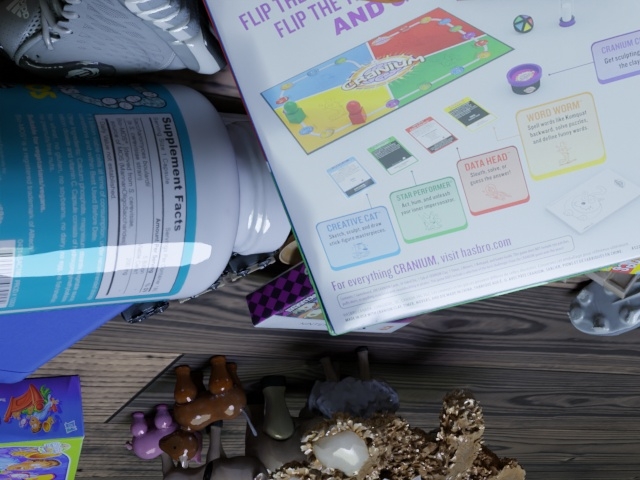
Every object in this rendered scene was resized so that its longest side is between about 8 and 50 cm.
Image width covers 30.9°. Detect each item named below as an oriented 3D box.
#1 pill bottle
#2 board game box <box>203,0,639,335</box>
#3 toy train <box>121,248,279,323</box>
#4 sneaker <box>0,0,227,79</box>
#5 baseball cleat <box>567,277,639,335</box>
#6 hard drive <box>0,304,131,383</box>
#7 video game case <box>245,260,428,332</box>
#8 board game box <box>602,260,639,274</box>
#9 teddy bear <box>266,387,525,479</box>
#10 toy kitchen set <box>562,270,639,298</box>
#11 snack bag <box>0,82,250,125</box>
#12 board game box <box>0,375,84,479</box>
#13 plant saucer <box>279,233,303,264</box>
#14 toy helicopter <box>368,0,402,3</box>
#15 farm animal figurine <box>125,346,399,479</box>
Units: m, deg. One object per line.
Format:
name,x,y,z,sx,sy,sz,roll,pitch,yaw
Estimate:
pill bottle,-0.153,-0.029,0.747,0.264,0.146,0.146,-4,155,-28
board game box,0.073,-0.114,0.629,0.242,0.064,0.316,-14,120,10
toy train,-0.111,0.039,1.073,0.158,0.027,0.036,-24,170,-16
sneaker,-0.146,-0.146,0.657,0.132,0.086,0.228,-12,156,11
baseball cleat,0.384,0.058,1.304,0.109,0.072,0.206,7,155,-45
hard drive,-0.262,0.037,0.962,0.210,0.040,0.319,15,145,-41
video game case,0.078,0.031,1.144,0.210,0.042,0.232,7,151,-46
board game box,0.170,-0.074,0.854,0.275,0.144,0.142,6,151,-30
teddy bear,0.086,0.266,1.376,0.338,0.113,0.245,-3,129,-29
toy kitchen set,0.294,0.019,1.195,0.068,0.083,0.075,-50,158,-12
snack bag,-0.241,-0.031,0.921,0.342,0.037,0.323,5,150,-30
board game box,-0.425,0.270,1.441,0.233,0.078,0.347,-2,154,-17
plant saucer,0.000,0.000,1.093,0.083,0.015,0.083,-14,159,-5
toy helicopter,-0.075,-0.202,0.482,0.355,0.140,0.235,4,132,8
farm animal figurine,-0.079,0.278,1.473,0.327,0.172,0.330,-5,155,-11
